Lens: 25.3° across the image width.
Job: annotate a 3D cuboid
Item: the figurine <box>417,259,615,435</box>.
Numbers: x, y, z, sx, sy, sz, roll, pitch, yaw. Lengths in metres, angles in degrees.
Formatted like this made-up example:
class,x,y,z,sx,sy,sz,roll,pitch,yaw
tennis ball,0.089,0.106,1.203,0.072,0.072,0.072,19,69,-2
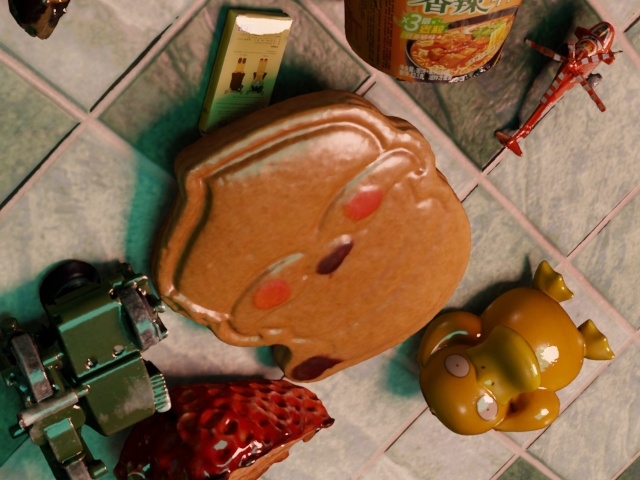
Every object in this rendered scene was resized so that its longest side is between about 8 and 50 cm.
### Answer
class,x,y,z,sx,sy,sz,roll,pitch,yaw
figurine,0.253,0.159,1.918,0.228,0.215,0.215,-30,139,-45

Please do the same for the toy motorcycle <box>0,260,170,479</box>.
class,x,y,z,sx,sy,sz,roll,pitch,yaw
toy motorcycle,-0.260,0.159,1.617,0.205,0.127,0.275,-26,126,-17

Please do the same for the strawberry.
class,x,y,z,sx,sy,sz,roll,pitch,yaw
strawberry,-0.130,0.239,1.739,0.280,0.150,0.253,-37,168,-14

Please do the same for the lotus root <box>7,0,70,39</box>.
class,x,y,z,sx,sy,sz,roll,pitch,yaw
lotus root,-0.205,-0.314,1.269,0.183,0.183,0.310,15,121,-40

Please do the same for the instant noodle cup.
class,x,y,z,sx,sy,sz,roll,pitch,yaw
instant noodle cup,0.119,-0.283,1.475,0.230,0.230,0.182,-16,137,-24

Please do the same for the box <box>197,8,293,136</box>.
class,x,y,z,sx,sy,sz,roll,pitch,yaw
box,-0.083,-0.179,1.546,0.073,0.020,0.149,-1,122,-34

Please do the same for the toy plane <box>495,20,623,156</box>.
class,x,y,z,sx,sy,sz,roll,pitch,yaw
toy plane,0.300,-0.184,1.746,0.077,0.126,0.194,-28,139,-53

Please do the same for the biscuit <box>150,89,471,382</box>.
class,x,y,z,sx,sy,sz,roll,pitch,yaw
biscuit,0.000,0.001,1.671,0.350,0.078,0.455,-45,135,11
